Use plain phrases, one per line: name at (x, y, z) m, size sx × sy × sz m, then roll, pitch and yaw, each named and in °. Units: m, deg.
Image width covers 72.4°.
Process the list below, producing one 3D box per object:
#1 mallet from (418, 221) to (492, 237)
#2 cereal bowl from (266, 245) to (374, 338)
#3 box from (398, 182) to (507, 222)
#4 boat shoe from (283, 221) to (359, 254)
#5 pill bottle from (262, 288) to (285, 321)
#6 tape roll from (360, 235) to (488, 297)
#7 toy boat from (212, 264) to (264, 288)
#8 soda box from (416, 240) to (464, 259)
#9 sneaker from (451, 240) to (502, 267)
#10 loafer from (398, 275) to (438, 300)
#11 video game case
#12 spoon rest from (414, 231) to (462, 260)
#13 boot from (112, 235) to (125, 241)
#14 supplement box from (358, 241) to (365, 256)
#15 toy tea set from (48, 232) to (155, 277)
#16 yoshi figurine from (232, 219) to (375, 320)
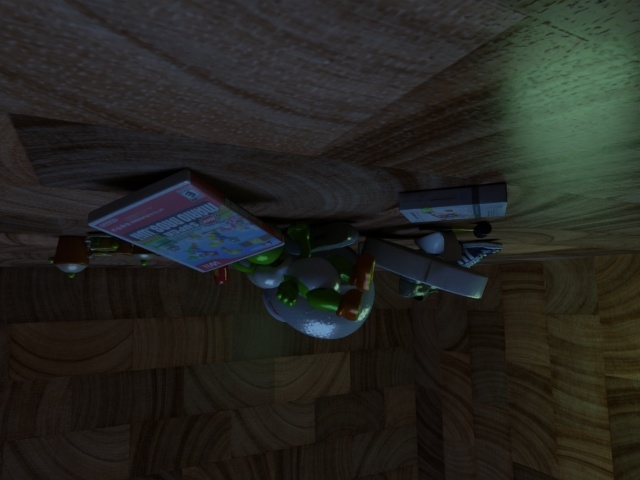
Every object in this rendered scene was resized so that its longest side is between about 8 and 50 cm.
mallet at (0.368, -0.030, 1.203) m, size 0.189 × 0.039 × 0.062 m, roll 2°, pitch 171°, yaw 15°
cereal bowl at (0.014, 0.107, 1.285) m, size 0.338 × 0.339 × 0.141 m, roll 2°, pitch 139°, yaw -25°
box at (0.255, -0.068, 0.837) m, size 0.186 × 0.038 × 0.145 m, roll -2°, pitch 173°, yaw 20°
boat shoe at (0.000, -0.001, 1.188) m, size 0.227 × 0.080 × 0.081 m, roll -9°, pitch 165°, yaw 33°
pill bottle at (-0.049, 0.161, 1.691) m, size 0.228 × 0.229 × 0.407 m, roll 3°, pitch 155°, yaw -31°
tape roll at (0.314, 0.076, 1.350) m, size 0.391 × 0.072 × 0.392 m, roll 18°, pitch -176°, yaw -1°
toy boat at (-0.215, 0.065, 1.450) m, size 0.317 × 0.148 × 0.267 m, roll -3°, pitch -165°, yaw 5°
soda box at (0.452, 0.047, 1.653) m, size 0.168 × 0.060 × 0.053 m, roll -16°, pitch 164°, yaw 37°
sneaker at (0.554, 0.085, 1.667) m, size 0.282 × 0.153 × 0.099 m, roll -7°, pitch 171°, yaw 41°
loafer at (0.327, 0.154, 1.468) m, size 0.094 × 0.088 × 0.251 m, roll 22°, pitch -174°, yaw 39°
video game case at (-0.221, -0.018, 0.779) m, size 0.203 × 0.025 × 0.285 m, roll -19°, pitch 154°, yaw 20°
spoon rest at (0.384, 0.006, 1.393) m, size 0.137 × 0.084 × 0.276 m, roll 0°, pitch -173°, yaw -1°
boot at (-0.313, -0.010, 1.023) m, size 0.263 × 0.096 × 0.280 m, roll -4°, pitch 175°, yaw -2°
supplement box at (0.195, 0.033, 1.598) m, size 0.083 × 0.056 × 0.083 m, roll 5°, pitch 171°, yaw -39°
toy tea set at (-0.654, 0.050, 1.334) m, size 0.335 × 0.125 × 0.200 m, roll -5°, pitch 172°, yaw 30°
yoshi figurine at (-0.058, 0.055, 1.065) m, size 0.361 × 0.203 × 0.203 m, roll 15°, pitch -170°, yaw 14°
